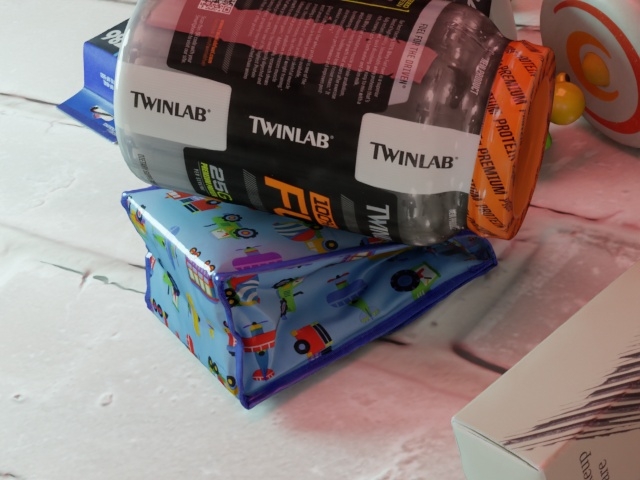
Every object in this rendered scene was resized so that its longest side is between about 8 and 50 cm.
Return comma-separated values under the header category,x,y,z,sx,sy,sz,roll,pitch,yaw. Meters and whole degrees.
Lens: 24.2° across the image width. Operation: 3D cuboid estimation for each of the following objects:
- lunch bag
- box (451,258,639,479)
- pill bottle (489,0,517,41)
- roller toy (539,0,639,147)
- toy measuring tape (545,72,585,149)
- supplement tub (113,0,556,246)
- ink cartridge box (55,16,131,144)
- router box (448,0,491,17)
category,x,y,z,sx,sy,sz,roll,pitch,yaw
lunch bag,0.000,0.000,1.372,0.293,0.138,0.221,-21,30,-21
box,0.230,0.107,1.110,0.275,0.113,0.094,-38,40,-24
pill bottle,0.101,-0.228,1.634,0.215,0.117,0.117,-15,34,4
roller toy,0.307,-0.192,1.420,0.146,0.191,0.209,-32,36,-18
toy measuring tape,0.117,-0.129,1.505,0.330,0.121,0.121,-6,35,35
supplement tub,0.015,-0.114,1.260,0.338,0.207,0.207,13,43,16
ink cartridge box,-0.164,-0.244,1.834,0.332,0.065,0.165,-35,38,-21
router box,0.045,-0.230,1.494,0.243,0.081,0.309,-10,46,26
